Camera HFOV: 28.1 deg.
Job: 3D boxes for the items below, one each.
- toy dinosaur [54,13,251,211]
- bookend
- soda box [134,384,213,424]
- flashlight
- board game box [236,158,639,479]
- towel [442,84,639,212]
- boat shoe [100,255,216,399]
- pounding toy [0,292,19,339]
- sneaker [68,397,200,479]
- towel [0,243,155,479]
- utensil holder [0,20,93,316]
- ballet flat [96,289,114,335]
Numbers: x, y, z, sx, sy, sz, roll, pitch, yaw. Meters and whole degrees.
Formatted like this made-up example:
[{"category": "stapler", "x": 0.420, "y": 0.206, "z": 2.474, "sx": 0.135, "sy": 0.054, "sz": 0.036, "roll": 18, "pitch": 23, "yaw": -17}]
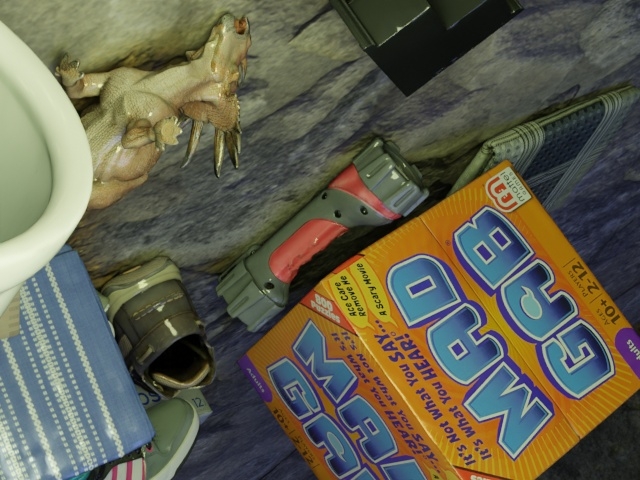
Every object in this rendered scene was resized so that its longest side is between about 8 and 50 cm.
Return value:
[{"category": "toy dinosaur", "x": -0.183, "y": -0.088, "z": 1.183, "sx": 0.295, "sy": 0.127, "sz": 0.200, "roll": -31, "pitch": 168, "yaw": 15}, {"category": "bookend", "x": 0.110, "y": -0.241, "z": 1.308, "sx": 0.156, "sy": 0.072, "sz": 0.157, "roll": -36, "pitch": 159, "yaw": 10}, {"category": "soda box", "x": -0.304, "y": 0.262, "z": 1.852, "sx": 0.286, "sy": 0.098, "sz": 0.091, "roll": -12, "pitch": 151, "yaw": -44}, {"category": "flashlight", "x": 0.000, "y": 0.000, "z": 1.656, "sx": 0.304, "sy": 0.103, "sz": 0.103, "roll": -43, "pitch": -168, "yaw": 16}, {"category": "board game box", "x": 0.167, "y": 0.173, "z": 1.789, "sx": 0.356, "sy": 0.356, "sz": 0.356, "roll": -32, "pitch": 173, "yaw": -29}, {"category": "towel", "x": 0.316, "y": -0.104, "z": 1.984, "sx": 0.312, "sy": 0.056, "sz": 0.324, "roll": -24, "pitch": 157, "yaw": -29}, {"category": "boat shoe", "x": -0.210, "y": 0.149, "z": 1.674, "sx": 0.132, "sy": 0.130, "sz": 0.355, "roll": -28, "pitch": 160, "yaw": -10}, {"category": "pounding toy", "x": -0.373, "y": 0.047, "z": 1.214, "sx": 0.141, "sy": 0.130, "sz": 0.100, "roll": -14, "pitch": 139, "yaw": -25}, {"category": "sneaker", "x": -0.293, "y": 0.268, "z": 1.686, "sx": 0.295, "sy": 0.124, "sz": 0.178, "roll": -41, "pitch": 138, "yaw": -29}, {"category": "towel", "x": -0.362, "y": 0.160, "z": 1.332, "sx": 0.336, "sy": 0.243, "sz": 0.040, "roll": -20, "pitch": 170, "yaw": -28}, {"category": "utensil holder", "x": -0.379, "y": 0.027, "z": 0.801, "sx": 0.327, "sy": 0.327, "sz": 0.385, "roll": -3, "pitch": 140, "yaw": -53}, {"category": "ballet flat", "x": -0.283, "y": 0.129, "z": 1.567, "sx": 0.072, "sy": 0.068, "sz": 0.213, "roll": -55, "pitch": 165, "yaw": -31}]
